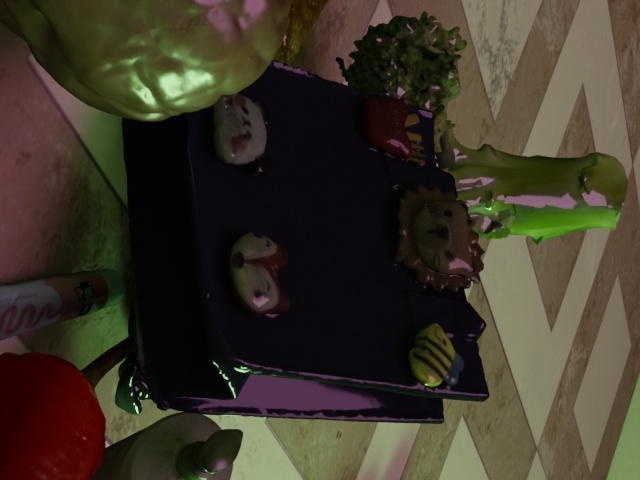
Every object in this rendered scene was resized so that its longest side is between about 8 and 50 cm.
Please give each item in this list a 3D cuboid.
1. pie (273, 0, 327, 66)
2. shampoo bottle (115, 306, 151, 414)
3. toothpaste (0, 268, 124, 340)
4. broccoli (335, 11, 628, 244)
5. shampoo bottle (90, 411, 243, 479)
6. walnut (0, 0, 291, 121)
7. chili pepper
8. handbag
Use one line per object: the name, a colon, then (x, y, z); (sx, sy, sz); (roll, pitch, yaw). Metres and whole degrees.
pie: (-0.033, -0.335, 1.462); (0.296, 0.078, 0.371); (-41, 138, -54)
shampoo bottle: (-0.111, 0.061, 1.436); (0.284, 0.101, 0.101); (-52, 145, -45)
toothpaste: (-0.234, 0.052, 1.243); (0.205, 0.036, 0.056); (-14, 116, -60)
broccoli: (0.136, -0.003, 1.676); (0.353, 0.275, 0.397); (-45, 138, 19)
shampoo bottle: (-0.148, 0.204, 1.258); (0.087, 0.234, 0.118); (55, 45, -5)
walnut: (-0.133, -0.219, 1.097); (0.227, 0.273, 0.273); (-38, 145, -9)
chili pepper: (-0.230, 0.157, 1.171); (0.134, 0.131, 0.338); (-40, -159, 56)
handbag: (0.000, 0.000, 1.339); (0.329, 0.122, 0.303); (9, 62, -33)
